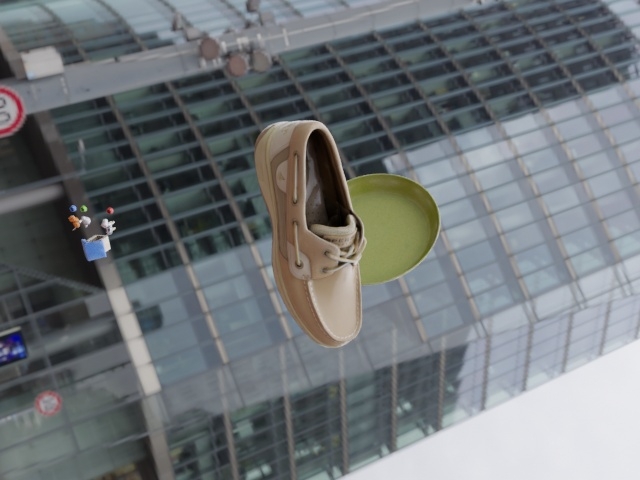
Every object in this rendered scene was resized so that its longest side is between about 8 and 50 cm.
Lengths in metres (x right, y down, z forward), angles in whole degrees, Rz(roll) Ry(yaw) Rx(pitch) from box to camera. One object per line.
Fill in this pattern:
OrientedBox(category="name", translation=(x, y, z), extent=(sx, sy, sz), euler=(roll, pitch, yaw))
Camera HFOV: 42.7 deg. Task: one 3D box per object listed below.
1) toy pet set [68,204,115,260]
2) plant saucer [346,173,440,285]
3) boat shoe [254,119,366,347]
OrientedBox(category="toy pet set", translation=(-0.545, -0.017, 1.919), extent=(0.122, 0.065, 0.114), euler=(3, -67, 23))
OrientedBox(category="plant saucer", translation=(0.091, -0.014, 1.426), extent=(0.241, 0.241, 0.037), euler=(52, -10, 39))
OrientedBox(category="boat shoe", translation=(0.000, 0.000, 1.151), extent=(0.110, 0.121, 0.341), euler=(4, -64, 51))
